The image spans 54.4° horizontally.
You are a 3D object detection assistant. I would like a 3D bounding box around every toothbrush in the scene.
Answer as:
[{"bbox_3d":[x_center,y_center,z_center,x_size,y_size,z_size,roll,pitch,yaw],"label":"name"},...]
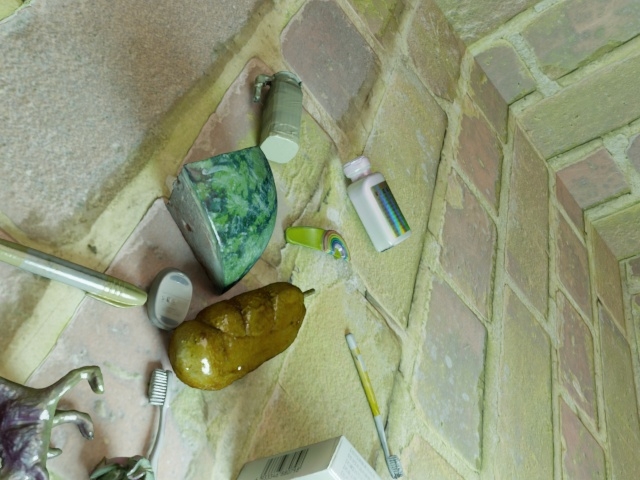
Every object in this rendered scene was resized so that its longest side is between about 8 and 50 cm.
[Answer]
[{"bbox_3d":[-0.223,0.313,0.805,0.030,0.025,0.307,22,52,-32],"label":"toothbrush"},{"bbox_3d":[0.104,0.317,1.205,0.021,0.024,0.288,-4,72,-50],"label":"toothbrush"}]

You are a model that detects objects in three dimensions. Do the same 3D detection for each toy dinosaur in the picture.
[{"bbox_3d":[-0.349,0.190,0.693,0.200,0.072,0.251,-12,88,-43],"label":"toy dinosaur"}]

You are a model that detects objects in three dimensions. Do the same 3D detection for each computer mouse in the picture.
[{"bbox_3d":[-0.228,0.087,0.929,0.066,0.039,0.096,29,61,-37],"label":"computer mouse"}]

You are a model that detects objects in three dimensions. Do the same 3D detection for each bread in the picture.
[{"bbox_3d":[-0.111,0.135,1.006,0.344,0.084,0.124,-24,117,-55],"label":"bread"}]

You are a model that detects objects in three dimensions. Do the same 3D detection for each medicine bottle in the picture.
[{"bbox_3d":[0.126,-0.089,1.441,0.115,0.078,0.219,-27,90,-52],"label":"medicine bottle"}]

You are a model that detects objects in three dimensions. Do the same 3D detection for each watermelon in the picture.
[{"bbox_3d":[-0.148,-0.052,1.027,0.176,0.256,0.260,27,35,27],"label":"watermelon"}]

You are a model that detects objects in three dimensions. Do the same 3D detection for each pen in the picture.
[{"bbox_3d":[-0.336,0.048,0.829,0.233,0.032,0.040,26,73,-38],"label":"pen"}]

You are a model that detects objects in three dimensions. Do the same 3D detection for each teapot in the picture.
[{"bbox_3d":[-0.094,-0.266,1.290,0.107,0.077,0.200,18,53,-21],"label":"teapot"}]

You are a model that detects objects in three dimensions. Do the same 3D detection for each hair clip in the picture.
[{"bbox_3d":[0.000,0.000,1.269,0.188,0.033,0.060,15,57,-46],"label":"hair clip"}]

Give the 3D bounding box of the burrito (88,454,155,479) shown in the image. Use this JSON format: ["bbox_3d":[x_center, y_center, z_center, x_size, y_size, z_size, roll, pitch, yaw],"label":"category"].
[{"bbox_3d":[-0.221,0.401,0.700,0.066,0.096,0.309,40,36,-57],"label":"burrito"}]

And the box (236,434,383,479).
[{"bbox_3d":[0.050,0.442,0.914,0.343,0.200,0.065,51,35,-15],"label":"box"}]
